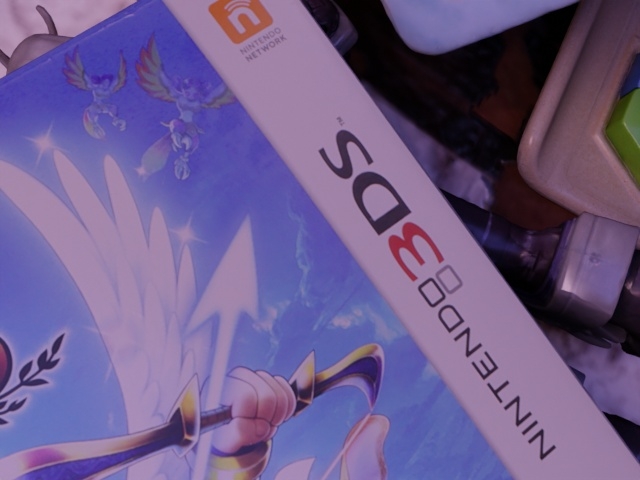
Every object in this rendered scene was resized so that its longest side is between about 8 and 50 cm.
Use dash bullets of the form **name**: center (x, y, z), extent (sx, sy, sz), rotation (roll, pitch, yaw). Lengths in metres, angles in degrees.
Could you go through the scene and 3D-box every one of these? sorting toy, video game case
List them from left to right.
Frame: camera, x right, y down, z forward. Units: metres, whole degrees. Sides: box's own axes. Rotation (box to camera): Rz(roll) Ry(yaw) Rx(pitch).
- **video game case**: center (-0.057, 0.081, 0.352), extent (0.269, 0.061, 0.244), rotation (-35, 87, -22)
- **sorting toy**: center (0.209, -0.066, 0.591), extent (0.208, 0.038, 0.193), rotation (30, 71, -13)

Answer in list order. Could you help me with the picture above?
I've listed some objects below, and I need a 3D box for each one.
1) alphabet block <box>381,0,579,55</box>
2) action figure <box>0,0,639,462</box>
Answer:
- **alphabet block**: center (0.105, -0.207, 0.446), extent (0.197, 0.193, 0.192), rotation (-48, 116, -47)
- **action figure**: center (0.000, 0.000, 0.474), extent (0.285, 0.099, 0.185), rotation (29, 78, -9)
